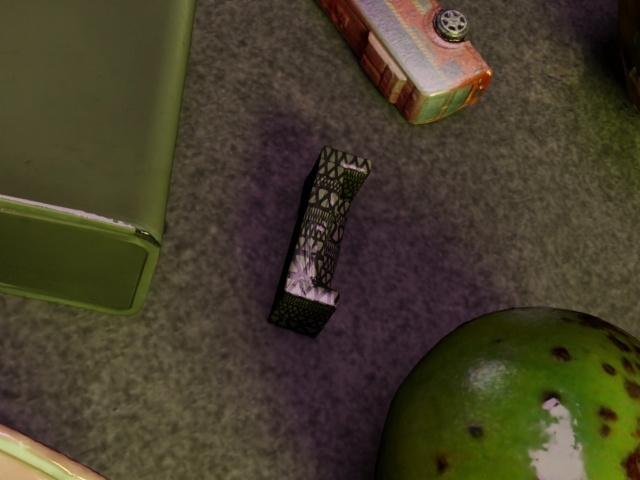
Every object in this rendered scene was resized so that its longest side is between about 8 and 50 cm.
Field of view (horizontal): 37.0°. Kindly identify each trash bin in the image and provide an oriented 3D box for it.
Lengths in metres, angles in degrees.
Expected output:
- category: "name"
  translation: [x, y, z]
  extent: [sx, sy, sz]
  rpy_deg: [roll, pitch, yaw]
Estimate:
- category: "trash bin"
  translation: [-0.172, -0.094, 0.609]
  extent: [0.164, 0.122, 0.240]
  rpy_deg: [11, 60, -12]

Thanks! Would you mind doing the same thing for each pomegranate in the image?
- category: "pomegranate"
  translation: [0.145, 0.137, 0.532]
  extent: [0.211, 0.263, 0.211]
  rpy_deg: [9, 77, -42]

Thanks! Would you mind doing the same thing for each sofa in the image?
- category: "sofa"
  translation: [0.000, 0.000, 0.651]
  extent: [0.039, 0.060, 0.118]
  rpy_deg: [17, 61, -6]

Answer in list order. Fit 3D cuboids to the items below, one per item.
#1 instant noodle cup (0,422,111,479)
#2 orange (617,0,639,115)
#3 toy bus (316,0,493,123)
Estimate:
- category: "instant noodle cup"
  translation: [-0.204, 0.186, 0.400]
  extent: [0.243, 0.243, 0.231]
  rpy_deg: [28, 65, -4]
- category: "orange"
  translation: [0.371, -0.169, 0.745]
  extent: [0.274, 0.274, 0.274]
  rpy_deg: [8, 63, -15]
- category: "toy bus"
  translation: [0.052, -0.180, 0.759]
  extent: [0.077, 0.065, 0.192]
  rpy_deg: [-31, 77, -17]
